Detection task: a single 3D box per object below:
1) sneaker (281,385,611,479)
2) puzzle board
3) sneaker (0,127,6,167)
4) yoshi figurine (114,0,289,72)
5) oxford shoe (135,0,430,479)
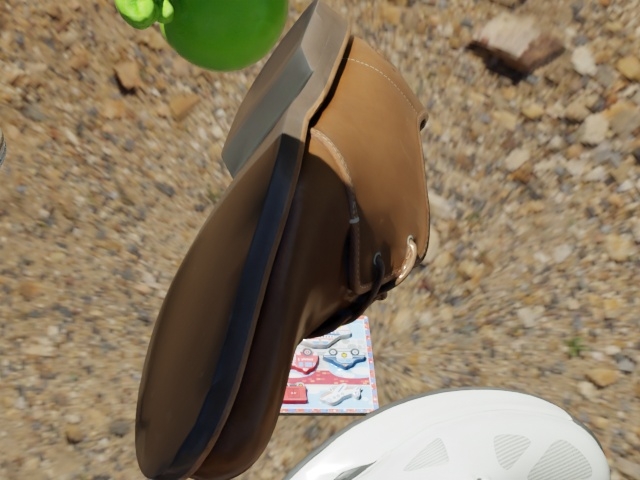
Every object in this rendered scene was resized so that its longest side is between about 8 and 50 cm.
[{"bbox_3d":[0.048,0.228,0.799,0.447,0.257,0.169,-12,109,-29],"label":"sneaker"},{"bbox_3d":[-0.023,0.092,1.037,0.128,0.011,0.096,1,46,-7],"label":"puzzle board"},{"bbox_3d":[-0.354,0.024,1.108,0.099,0.153,0.282,35,70,23],"label":"sneaker"},{"bbox_3d":[-0.086,-0.259,1.055,0.203,0.362,0.203,8,67,2],"label":"yoshi figurine"},{"bbox_3d":[0.000,0.000,0.435,0.076,0.212,0.076,34,131,-12],"label":"oxford shoe"}]
